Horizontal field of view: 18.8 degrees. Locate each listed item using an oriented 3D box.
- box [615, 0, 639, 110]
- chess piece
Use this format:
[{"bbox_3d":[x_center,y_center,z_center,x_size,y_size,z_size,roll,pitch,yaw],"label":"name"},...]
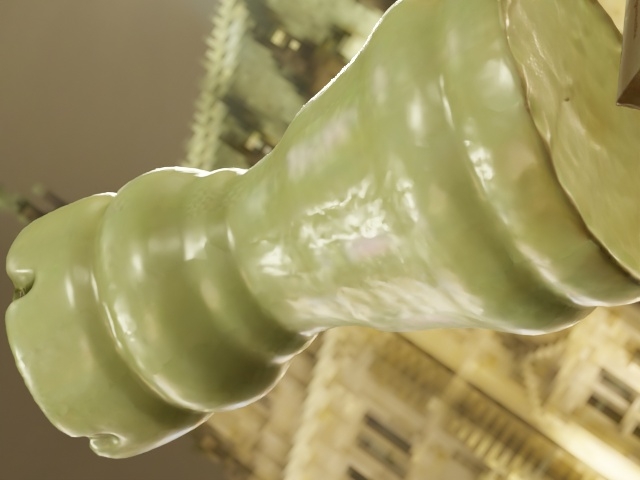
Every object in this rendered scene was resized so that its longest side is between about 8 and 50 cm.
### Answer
[{"bbox_3d":[0.099,-0.043,0.365,0.024,0.083,0.053,115,165,-64],"label":"box"},{"bbox_3d":[0.000,0.000,1.284,0.442,0.234,0.234,-24,-6,29],"label":"chess piece"}]
